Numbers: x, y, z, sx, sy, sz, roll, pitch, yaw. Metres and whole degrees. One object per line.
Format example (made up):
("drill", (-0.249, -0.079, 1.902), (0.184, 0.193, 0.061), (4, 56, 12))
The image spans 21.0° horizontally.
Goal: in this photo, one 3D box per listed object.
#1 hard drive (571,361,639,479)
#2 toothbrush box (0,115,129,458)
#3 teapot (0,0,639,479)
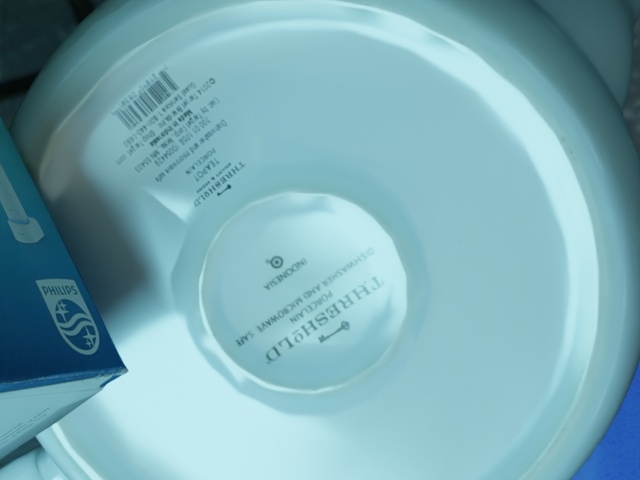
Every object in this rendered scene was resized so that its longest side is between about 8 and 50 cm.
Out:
("hard drive", (0.199, 0.184, 0.763), (0.210, 0.040, 0.319), (5, 87, -5))
("toothbrush box", (-0.233, -0.029, 0.567), (0.216, 0.126, 0.295), (-33, 75, 23))
("teapot", (0.000, 0.000, 0.657), (0.256, 0.187, 0.253), (6, 103, 4))
